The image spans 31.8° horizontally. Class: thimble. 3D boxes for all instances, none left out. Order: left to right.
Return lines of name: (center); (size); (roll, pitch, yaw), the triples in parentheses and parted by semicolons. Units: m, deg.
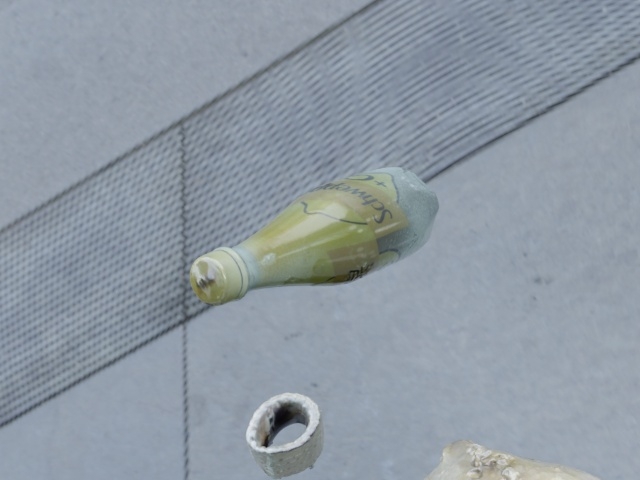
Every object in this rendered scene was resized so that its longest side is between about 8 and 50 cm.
thimble: (-0.050, 0.287, 1.663); (0.102, 0.090, 0.115); (30, 63, 22)

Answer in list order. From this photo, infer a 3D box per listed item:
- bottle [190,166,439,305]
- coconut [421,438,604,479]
bottle: (0.000, 0.000, 0.889); (0.083, 0.269, 0.083); (11, 109, 33)
coconut: (0.226, 0.433, 1.406); (0.404, 0.404, 0.405); (-7, 70, 19)
